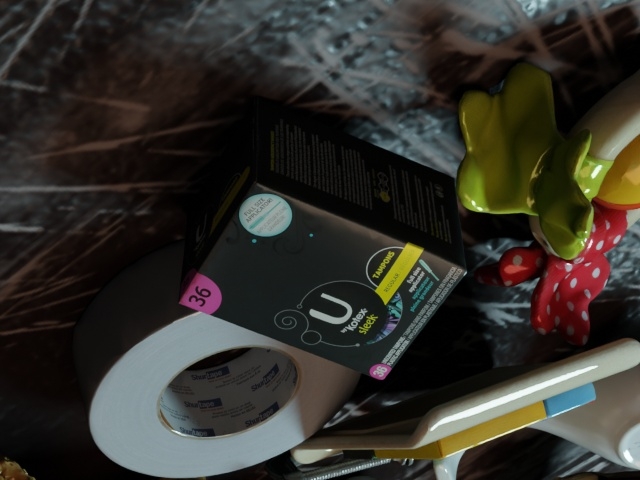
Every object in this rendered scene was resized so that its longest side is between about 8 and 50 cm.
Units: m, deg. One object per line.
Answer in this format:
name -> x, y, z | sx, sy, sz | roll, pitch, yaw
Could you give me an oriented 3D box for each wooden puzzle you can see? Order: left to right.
wooden puzzle -> 0.117, 0.141, 1.170 | 0.221, 0.044, 0.238 | -15, 175, -28

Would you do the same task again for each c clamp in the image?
c clamp -> 0.018, 0.196, 1.252 | 0.160, 0.137, 0.022 | -13, 96, -19

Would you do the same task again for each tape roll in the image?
tape roll -> -0.080, 0.093, 1.114 | 0.219, 0.072, 0.219 | -13, 139, -12

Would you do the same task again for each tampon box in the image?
tampon box -> 0.000, 0.000, 0.988 | 0.161, 0.101, 0.120 | 21, 126, -17

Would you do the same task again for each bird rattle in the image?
bird rattle -> 0.213, -0.034, 1.074 | 0.207, 0.143, 0.253 | -41, 143, -4

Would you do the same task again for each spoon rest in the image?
spoon rest -> 0.238, 0.170, 1.317 | 0.276, 0.084, 0.137 | -12, 129, 5

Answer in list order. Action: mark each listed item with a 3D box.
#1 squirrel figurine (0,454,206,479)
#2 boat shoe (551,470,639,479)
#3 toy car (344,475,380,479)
squirrel figurine -> -0.216, 0.330, 1.174 | 0.370, 0.281, 0.397 | -33, 143, 2
boat shoe -> 0.256, 0.272, 1.396 | 0.342, 0.123, 0.123 | -10, 132, 32
toy car -> -0.006, 0.313, 1.364 | 0.136, 0.159, 0.182 | 15, 139, 9
